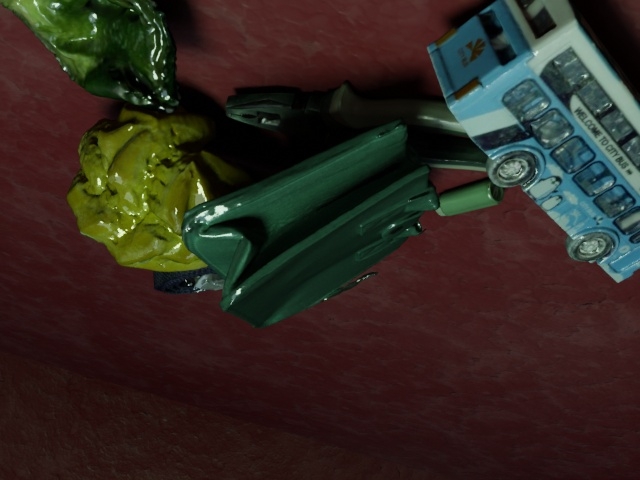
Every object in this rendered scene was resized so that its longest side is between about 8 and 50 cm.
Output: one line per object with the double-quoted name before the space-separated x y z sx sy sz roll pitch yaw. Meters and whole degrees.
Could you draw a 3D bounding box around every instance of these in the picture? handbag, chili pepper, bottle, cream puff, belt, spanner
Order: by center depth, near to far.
"chili pepper" -0.214 -0.236 0.623 0.148 0.116 0.264 14 156 29
"spanner" 0.058 -0.119 0.765 0.324 0.040 0.096 9 153 9
"handbag" -0.001 0.001 0.778 0.238 0.089 0.326 -28 167 -3
"cream puff" -0.180 -0.067 0.818 0.221 0.195 0.195 38 157 13
"bottle" 0.171 -0.048 0.854 0.030 0.030 0.083 33 150 -32
"belt" -0.153 -0.002 1.019 0.139 0.126 0.230 -2 167 -36

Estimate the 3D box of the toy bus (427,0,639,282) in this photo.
"toy bus" 0.224 -0.085 0.643 0.131 0.106 0.297 -36 129 26
